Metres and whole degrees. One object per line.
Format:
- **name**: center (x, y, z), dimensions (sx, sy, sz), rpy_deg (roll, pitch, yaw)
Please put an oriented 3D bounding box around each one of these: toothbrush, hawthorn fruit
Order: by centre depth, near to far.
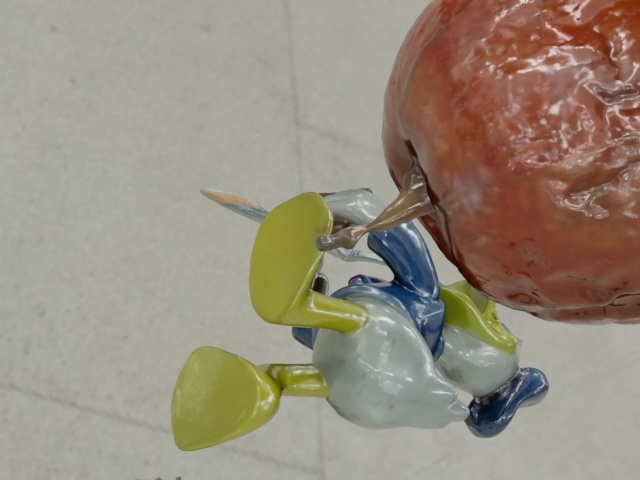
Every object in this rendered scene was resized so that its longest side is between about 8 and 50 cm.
- **hawthorn fruit**: center (0.122, -0.052, 0.735), dimensions (0.272, 0.242, 0.242), rpy_deg (-17, 50, -5)
- **toothbrush**: center (0.000, 0.000, 1.707), dimensions (0.375, 0.028, 0.037), rpy_deg (24, 62, 15)

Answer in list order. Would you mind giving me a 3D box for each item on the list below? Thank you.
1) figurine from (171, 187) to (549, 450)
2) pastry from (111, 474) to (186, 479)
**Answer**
- **figurine**: center (0.048, 0.079, 1.035), dimensions (0.338, 0.204, 0.283), rpy_deg (25, 19, -32)
- **pastry**: center (-0.203, 0.384, 1.353), dimensions (0.193, 0.275, 0.275), rpy_deg (-11, 55, -41)
